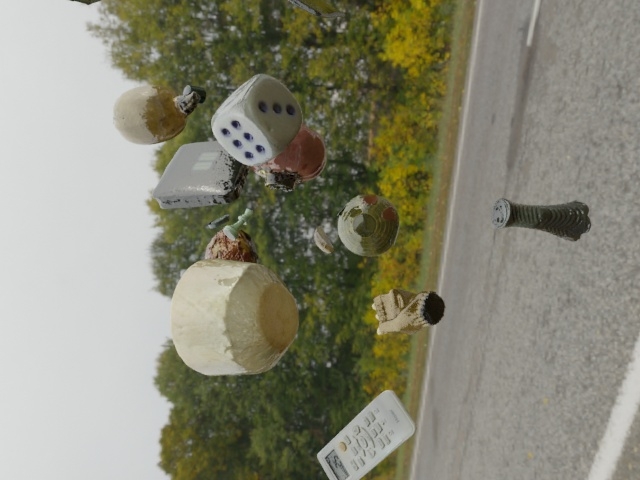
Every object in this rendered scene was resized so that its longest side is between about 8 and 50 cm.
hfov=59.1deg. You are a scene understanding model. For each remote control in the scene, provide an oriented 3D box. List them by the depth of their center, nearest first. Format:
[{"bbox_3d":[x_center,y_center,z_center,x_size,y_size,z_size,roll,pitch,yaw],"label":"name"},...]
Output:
[{"bbox_3d":[0.107,0.466,1.303,0.109,0.055,0.313,54,128,25],"label":"remote control"}]

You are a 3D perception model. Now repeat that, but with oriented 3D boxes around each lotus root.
[{"bbox_3d":[-0.510,-0.401,1.775,0.182,0.309,0.183,-7,-90,-70],"label":"lotus root"}]

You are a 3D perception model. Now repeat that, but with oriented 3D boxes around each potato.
[{"bbox_3d":[-0.001,0.000,1.472,0.037,0.036,0.093,-48,46,21],"label":"potato"}]

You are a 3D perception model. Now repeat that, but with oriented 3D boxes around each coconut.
[{"bbox_3d":[-0.227,0.182,1.356,0.329,0.328,0.329,3,-90,-87],"label":"coconut"}]

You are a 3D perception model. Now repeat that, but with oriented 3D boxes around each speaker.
[{"bbox_3d":[-0.467,-0.521,2.068,0.060,0.075,0.094,55,127,30],"label":"speaker"}]

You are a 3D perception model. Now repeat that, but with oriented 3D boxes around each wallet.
[{"bbox_3d":[-0.014,-0.676,1.633,0.025,0.124,0.244,-62,-6,26],"label":"wallet"}]

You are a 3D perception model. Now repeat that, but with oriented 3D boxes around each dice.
[{"bbox_3d":[-0.181,-0.343,1.618,0.193,0.194,0.192,48,-128,-24],"label":"dice"}]

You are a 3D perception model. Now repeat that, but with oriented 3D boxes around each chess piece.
[{"bbox_3d":[-0.202,-0.046,1.432,0.093,0.042,0.042,-51,-21,-26],"label":"chess piece"}]

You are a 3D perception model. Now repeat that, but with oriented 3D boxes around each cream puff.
[{"bbox_3d":[-0.292,0.070,1.834,0.240,0.163,0.240,-178,90,-68],"label":"cream puff"}]

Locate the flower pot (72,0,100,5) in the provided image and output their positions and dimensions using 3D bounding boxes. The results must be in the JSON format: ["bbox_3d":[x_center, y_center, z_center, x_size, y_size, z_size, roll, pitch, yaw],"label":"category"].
[{"bbox_3d":[-0.612,-0.686,1.322,0.209,0.239,0.190,-30,-34,-61],"label":"flower pot"}]

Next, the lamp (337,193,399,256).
[{"bbox_3d":[0.197,-0.057,2.232,0.284,0.250,0.251,6,-93,-77],"label":"lamp"}]

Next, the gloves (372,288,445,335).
[{"bbox_3d":[0.344,0.296,2.263,0.356,0.155,0.203,-10,48,50],"label":"gloves"}]

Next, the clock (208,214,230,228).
[{"bbox_3d":[-0.361,-0.068,2.020,0.085,0.085,0.017,-77,-35,-72],"label":"clock"}]

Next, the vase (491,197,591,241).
[{"bbox_3d":[0.556,-0.060,1.442,0.115,0.237,0.116,-175,90,-72],"label":"vase"}]

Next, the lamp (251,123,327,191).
[{"bbox_3d":[-0.129,-0.298,2.031,0.305,0.305,0.240,74,-154,-80],"label":"lamp"}]

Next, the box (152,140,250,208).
[{"bbox_3d":[-0.450,-0.262,2.223,0.091,0.358,0.351,71,-157,-43],"label":"box"}]
